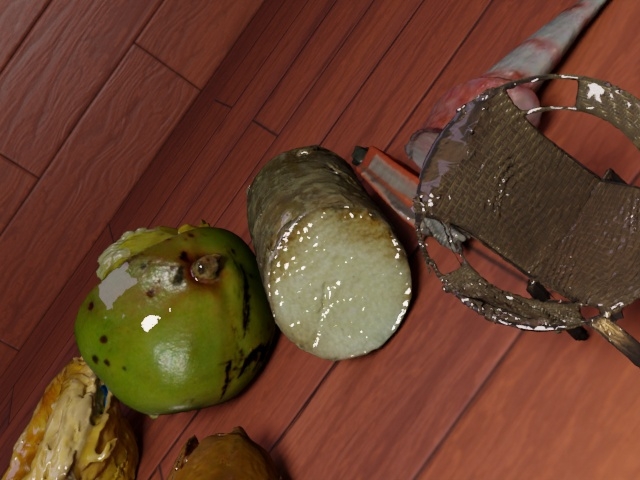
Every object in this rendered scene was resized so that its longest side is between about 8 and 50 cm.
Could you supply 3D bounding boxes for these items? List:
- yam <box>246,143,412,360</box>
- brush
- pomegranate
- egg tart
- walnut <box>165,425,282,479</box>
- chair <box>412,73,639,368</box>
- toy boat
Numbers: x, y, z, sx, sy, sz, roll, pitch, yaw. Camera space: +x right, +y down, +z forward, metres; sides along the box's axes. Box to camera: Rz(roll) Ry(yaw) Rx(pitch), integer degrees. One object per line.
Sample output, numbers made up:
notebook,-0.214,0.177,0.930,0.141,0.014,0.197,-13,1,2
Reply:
yam,0.000,0.000,0.972,0.168,0.168,0.304,-51,21,11
brush,0.104,-0.058,0.960,0.051,0.070,0.323,-53,25,10
pomegranate,-0.191,0.124,1.103,0.341,0.260,0.261,102,180,-47
egg tart,-0.397,0.366,1.253,0.388,0.169,0.388,-48,22,26
walnut,-0.100,0.283,0.823,0.137,0.137,0.245,-43,16,28
chair,0.179,-0.006,0.554,0.174,0.213,0.149,-56,17,1
toy boat,0.219,-0.186,0.906,0.282,0.096,0.206,-49,7,-10
